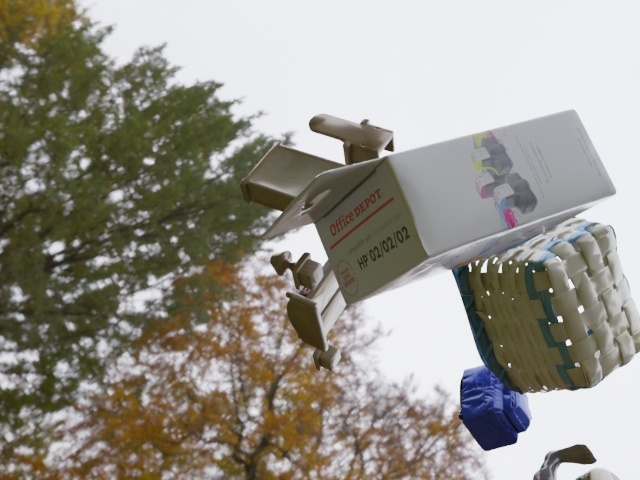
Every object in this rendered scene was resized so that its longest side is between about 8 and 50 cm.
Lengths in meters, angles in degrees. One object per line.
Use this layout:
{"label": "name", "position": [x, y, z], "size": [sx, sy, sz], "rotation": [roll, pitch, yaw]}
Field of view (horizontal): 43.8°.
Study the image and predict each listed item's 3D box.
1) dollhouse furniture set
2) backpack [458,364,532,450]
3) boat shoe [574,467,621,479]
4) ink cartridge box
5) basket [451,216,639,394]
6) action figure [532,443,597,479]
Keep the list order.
{"label": "dollhouse furniture set", "position": [0.000, 0.000, 1.420], "size": [0.174, 0.303, 0.355], "rotation": [21, -35, 25]}
{"label": "backpack", "position": [0.277, 0.256, 1.260], "size": [0.101, 0.120, 0.098], "rotation": [-20, -59, 19]}
{"label": "boat shoe", "position": [0.384, 0.381, 1.050], "size": [0.092, 0.285, 0.103], "rotation": [-29, -131, 21]}
{"label": "ink cartridge box", "position": [0.068, -0.015, 0.474], "size": [0.104, 0.181, 0.061], "rotation": [-42, -112, 60]}
{"label": "basket", "position": [0.284, 0.085, 1.091], "size": [0.289, 0.201, 0.254], "rotation": [-1, -65, 60]}
{"label": "action figure", "position": [0.203, 0.434, 0.948], "size": [0.178, 0.330, 0.341], "rotation": [27, -51, 54]}
